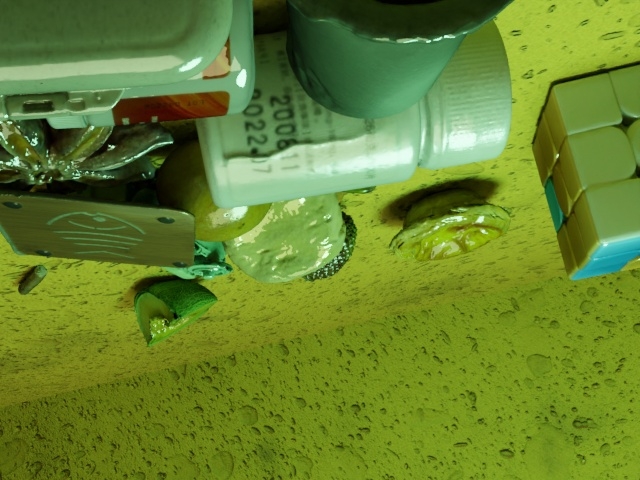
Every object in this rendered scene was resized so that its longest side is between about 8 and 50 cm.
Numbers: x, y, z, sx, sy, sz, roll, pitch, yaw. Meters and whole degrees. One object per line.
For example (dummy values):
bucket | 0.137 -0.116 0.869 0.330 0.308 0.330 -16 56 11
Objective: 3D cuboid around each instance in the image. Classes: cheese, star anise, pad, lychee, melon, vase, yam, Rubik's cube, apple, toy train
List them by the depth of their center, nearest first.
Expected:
vase | 0.057 -0.250 0.739 0.245 0.245 0.291 -10 173 -4
star anise | -0.356 -0.135 1.005 0.332 0.117 0.331 -2 164 0
pad | -0.331 -0.011 1.153 0.287 0.018 0.284 5 161 -9
apple | -0.156 -0.086 1.197 0.183 0.182 0.155 -2 159 -28
Rubik's cube | 0.559 -0.118 1.349 0.291 0.291 0.291 -13 164 6
cheese | -0.073 -0.035 1.375 0.226 0.214 0.117 -17 -153 5
toy train | -0.297 -0.011 1.421 0.237 0.150 0.369 -6 165 11
lychee | 0.000 0.000 1.635 0.171 0.171 0.171 -10 164 -3
yam | -0.639 0.090 1.711 0.032 0.032 0.145 1 161 -36
melon | -0.370 0.156 1.982 0.169 0.129 0.265 -27 172 -35

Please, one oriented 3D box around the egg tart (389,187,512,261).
egg tart | 0.285 -0.041 1.744 0.295 0.116 0.295 -9 162 -3

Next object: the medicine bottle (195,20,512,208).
medicine bottle | 0.032 -0.168 0.975 0.372 0.211 0.211 -10 164 -5

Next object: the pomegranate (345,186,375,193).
pomegranate | 0.040 -0.135 1.241 0.163 0.125 0.138 -7 176 -11

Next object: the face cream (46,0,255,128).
face cream | -0.166 -0.210 0.715 0.187 0.201 0.201 -7 163 -12

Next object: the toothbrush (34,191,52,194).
toothbrush | -0.504 -0.025 1.419 0.031 0.030 0.297 -15 166 -23

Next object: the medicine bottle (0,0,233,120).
medicine bottle | -0.251 -0.223 0.521 0.375 0.282 0.123 -6 -162 -12

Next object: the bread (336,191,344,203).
bread | -0.057 -0.062 1.514 0.093 0.073 0.239 -1 161 -46
